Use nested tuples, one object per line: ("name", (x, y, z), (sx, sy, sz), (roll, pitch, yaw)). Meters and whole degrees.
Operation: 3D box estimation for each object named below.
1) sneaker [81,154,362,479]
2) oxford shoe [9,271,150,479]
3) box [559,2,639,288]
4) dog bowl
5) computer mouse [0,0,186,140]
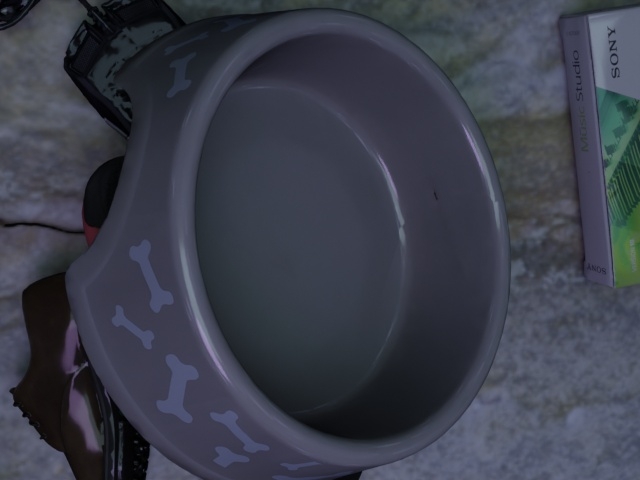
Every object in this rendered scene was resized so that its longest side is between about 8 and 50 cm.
("sneaker", (-0.097, 0.084, 0.797), (0.116, 0.136, 0.314), (-47, 114, -39))
("oxford shoe", (-0.187, 0.133, 0.825), (0.096, 0.083, 0.227), (-4, 100, 8))
("box", (0.374, -0.101, 0.913), (0.322, 0.058, 0.232), (-11, 101, -10))
("dog bowl", (0.000, 0.000, 0.737), (0.349, 0.102, 0.349), (8, 78, -41))
("computer mouse", (-0.108, -0.155, 0.803), (0.262, 0.060, 0.184), (42, 86, -8))
